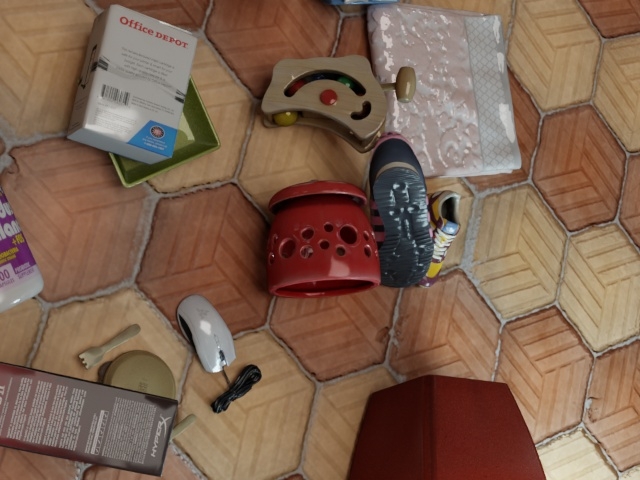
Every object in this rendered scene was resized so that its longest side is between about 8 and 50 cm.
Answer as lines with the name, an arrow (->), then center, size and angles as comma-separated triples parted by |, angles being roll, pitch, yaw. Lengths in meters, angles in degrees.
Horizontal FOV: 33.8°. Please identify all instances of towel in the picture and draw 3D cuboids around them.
towel -> 0.239, -0.283, 2.011 | 0.317, 0.053, 0.331 | -4, 86, -31

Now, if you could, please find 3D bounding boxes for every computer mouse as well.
computer mouse -> -0.172, 0.179, 1.726 | 0.106, 0.042, 0.193 | -32, 101, -28

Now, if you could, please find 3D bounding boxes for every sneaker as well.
sneaker -> 0.140, -0.051, 1.840 | 0.112, 0.319, 0.131 | -3, 48, -1
sneaker -> 0.214, -0.005, 1.948 | 0.070, 0.084, 0.185 | 14, 77, -29

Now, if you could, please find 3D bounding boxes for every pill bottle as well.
pill bottle -> -0.521, -0.035, 1.469 | 0.169, 0.169, 0.301 | -28, 100, -30

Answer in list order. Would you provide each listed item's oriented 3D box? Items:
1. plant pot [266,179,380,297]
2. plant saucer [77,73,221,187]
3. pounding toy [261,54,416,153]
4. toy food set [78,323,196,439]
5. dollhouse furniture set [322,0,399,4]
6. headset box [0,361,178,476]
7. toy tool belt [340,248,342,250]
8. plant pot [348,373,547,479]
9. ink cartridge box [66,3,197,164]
plant pot -> 0.000, 0.000, 1.768 | 0.191, 0.191, 0.174 | 3, 74, -30
plant saucer -> -0.281, -0.200, 1.700 | 0.188, 0.045, 0.188 | -27, 99, -30
pounding toy -> 0.035, -0.222, 1.833 | 0.270, 0.155, 0.154 | -3, 74, 0
toy food set -> -0.291, 0.237, 1.659 | 0.132, 0.038, 0.192 | -32, 94, -36
dollhouse furniture set -> 0.054, -0.541, 1.780 | 0.303, 0.198, 0.286 | -6, 108, -22
headset box -> -0.370, 0.246, 1.479 | 0.293, 0.218, 0.110 | 15, 77, -17
toy tool belt -> 0.050, 0.045, 1.866 | 0.051, 0.052, 0.083 | -38, 104, -36
plant pot -> 0.212, 0.368, 1.820 | 0.267, 0.267, 0.235 | 10, 68, -29
ink cartridge box -> -0.289, -0.238, 1.621 | 0.148, 0.086, 0.203 | 18, 75, -28
